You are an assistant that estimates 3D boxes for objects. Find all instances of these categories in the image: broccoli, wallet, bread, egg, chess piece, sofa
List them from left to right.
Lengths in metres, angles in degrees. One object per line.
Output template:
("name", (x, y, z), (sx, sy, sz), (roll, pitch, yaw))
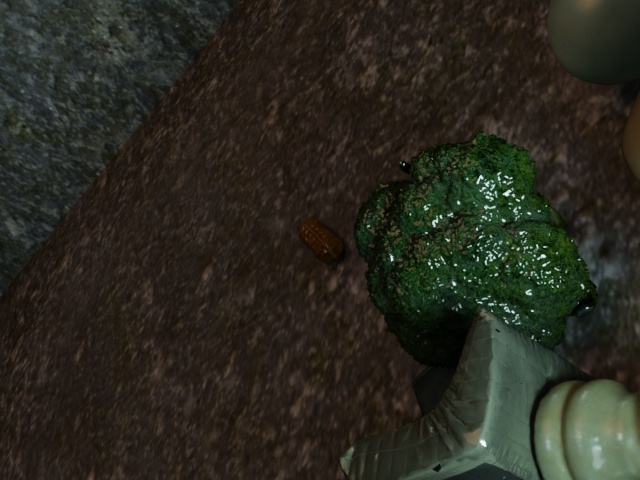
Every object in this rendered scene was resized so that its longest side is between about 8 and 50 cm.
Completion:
("bread", (0.000, 0.000, 2.036), (0.052, 0.044, 0.157), (-61, 24, 6))
("wallet", (0.169, 0.202, 1.520), (0.088, 0.026, 0.129), (-45, 27, 17))
("broccoli", (0.189, 0.008, 1.445), (0.321, 0.304, 0.283), (-7, 19, 38))
("sofa", (0.172, 0.220, 1.284), (0.225, 0.210, 0.176), (-35, 35, 42))
("egg", (0.411, -0.321, 1.496), (0.264, 0.183, 0.183), (-50, 26, 3))
("chess piece", (0.340, 0.190, 1.117), (0.243, 0.133, 0.133), (-18, 45, 48))

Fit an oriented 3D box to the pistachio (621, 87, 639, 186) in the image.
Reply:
("pistachio", (0.431, -0.129, 1.102), (0.365, 0.281, 0.445), (99, 178, -49))
